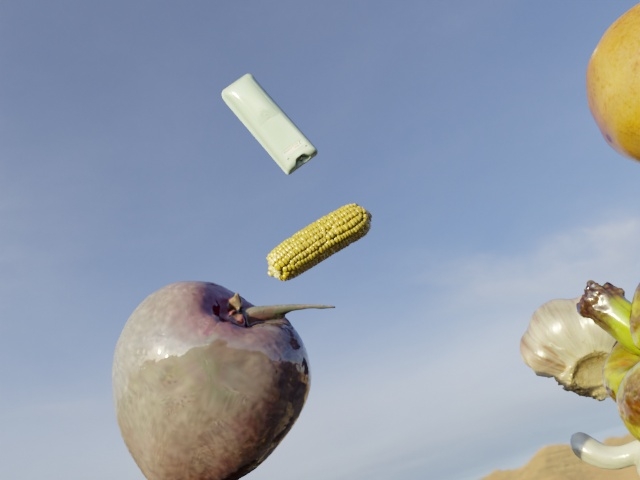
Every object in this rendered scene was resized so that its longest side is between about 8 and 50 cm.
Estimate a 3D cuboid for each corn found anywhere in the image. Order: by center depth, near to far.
[{"bbox_3d":[0.000,0.000,1.043,0.238,0.080,0.080,-29,-26,-20],"label":"corn"}]

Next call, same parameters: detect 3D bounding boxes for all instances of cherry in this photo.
[{"bbox_3d":[-0.120,0.150,0.594,0.266,0.213,0.183,-61,-18,-2],"label":"cherry"}]

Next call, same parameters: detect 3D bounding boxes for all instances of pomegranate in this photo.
[{"bbox_3d":[0.786,-0.346,1.125,0.417,0.416,0.416,-9,-31,-5],"label":"pomegranate"}]

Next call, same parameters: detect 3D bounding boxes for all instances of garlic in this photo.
[{"bbox_3d":[0.536,0.214,1.060,0.257,0.207,0.207,13,-39,-27],"label":"garlic"}]

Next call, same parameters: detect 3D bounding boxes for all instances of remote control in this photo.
[{"bbox_3d":[-0.133,-0.305,1.383,0.103,0.293,0.051,-38,-11,-9],"label":"remote control"}]

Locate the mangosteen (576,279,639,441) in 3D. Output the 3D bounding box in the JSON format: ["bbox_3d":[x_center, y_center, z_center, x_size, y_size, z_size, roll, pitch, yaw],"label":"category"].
[{"bbox_3d":[0.293,0.097,0.389,0.217,0.192,0.192,21,-15,33],"label":"mangosteen"}]

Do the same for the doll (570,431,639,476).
[{"bbox_3d":[0.537,0.389,0.805,0.311,0.242,0.160,1,19,35],"label":"doll"}]
